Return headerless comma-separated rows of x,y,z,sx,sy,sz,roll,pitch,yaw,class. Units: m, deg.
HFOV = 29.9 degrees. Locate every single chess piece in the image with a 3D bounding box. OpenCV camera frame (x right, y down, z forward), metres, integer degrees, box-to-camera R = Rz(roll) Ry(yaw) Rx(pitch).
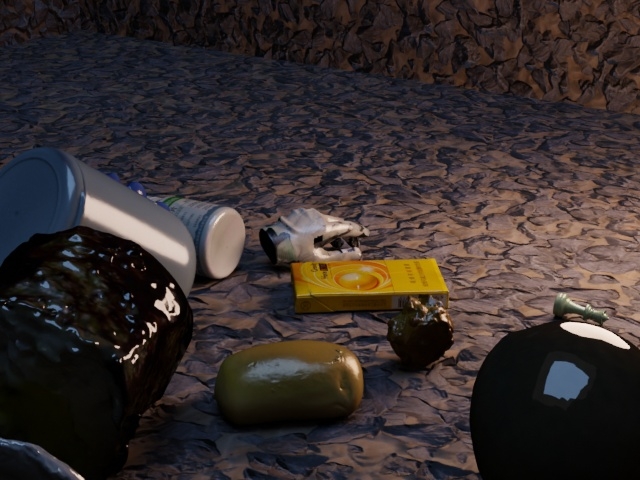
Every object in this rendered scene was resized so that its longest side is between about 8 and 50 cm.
0.444,0.121,2.037,0.093,0.042,0.042,18,27,26,chess piece

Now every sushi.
-0.348,0.151,1.616,0.299,0.281,0.294,10,28,6,sushi

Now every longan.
0.316,0.234,1.469,0.300,0.243,0.300,16,47,-18,longan

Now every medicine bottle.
-0.271,-0.015,2.251,0.236,0.139,0.139,13,25,27,medicine bottle

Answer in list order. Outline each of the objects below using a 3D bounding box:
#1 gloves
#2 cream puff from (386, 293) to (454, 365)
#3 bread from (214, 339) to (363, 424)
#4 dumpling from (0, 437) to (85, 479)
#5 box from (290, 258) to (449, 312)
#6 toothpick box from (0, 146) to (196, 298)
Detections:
-0.002,-0.009,2.288,0.212,0.111,0.127,-18,21,-22,gloves
0.159,0.138,1.885,0.122,0.116,0.094,9,30,-20,cream puff
-0.046,0.199,1.749,0.217,0.098,0.147,-3,17,-12,bread
-0.364,0.292,1.357,0.292,0.205,0.163,-4,8,16,dumpling
0.084,0.078,2.139,0.269,0.044,0.152,-1,21,-5,box
-0.350,0.010,1.922,0.263,0.263,0.354,20,-7,43,toothpick box
